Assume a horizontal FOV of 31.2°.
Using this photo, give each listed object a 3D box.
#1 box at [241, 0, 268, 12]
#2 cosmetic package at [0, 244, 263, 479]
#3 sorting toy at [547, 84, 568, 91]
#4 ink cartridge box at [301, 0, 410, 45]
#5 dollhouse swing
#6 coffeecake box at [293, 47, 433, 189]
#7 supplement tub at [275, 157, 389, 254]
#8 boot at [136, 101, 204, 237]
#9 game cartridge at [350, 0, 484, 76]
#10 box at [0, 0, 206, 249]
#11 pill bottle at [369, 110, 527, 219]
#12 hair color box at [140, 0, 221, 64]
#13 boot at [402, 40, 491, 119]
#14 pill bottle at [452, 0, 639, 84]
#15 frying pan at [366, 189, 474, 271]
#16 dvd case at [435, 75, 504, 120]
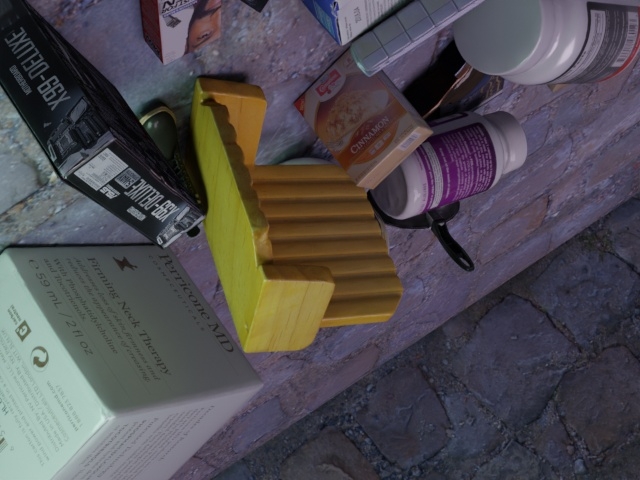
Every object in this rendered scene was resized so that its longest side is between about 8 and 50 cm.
[{"bbox_3d":[-0.099,-0.328,1.447,0.018,0.083,0.067,-61,-170,-16],"label":"box"},{"bbox_3d":[-0.384,0.230,1.881,0.327,0.329,0.393,-46,159,23],"label":"cosmetic package"},{"bbox_3d":[0.574,-0.449,2.299,0.255,0.089,0.257,-26,157,-27],"label":"sorting toy"},{"bbox_3d":[0.083,-0.426,1.452,0.395,0.151,0.270,-36,161,-7],"label":"ink cartridge box"},{"bbox_3d":[-0.013,-0.047,1.743,0.305,0.347,0.315,-10,152,-18],"label":"dollhouse swing"},{"bbox_3d":[0.069,-0.201,1.877,0.142,0.185,0.068,-44,159,18],"label":"coffeecake box"},{"bbox_3d":[0.000,0.000,2.138,0.235,0.235,0.325,-37,160,2],"label":"supplement tub"},{"bbox_3d":[-0.215,-0.104,1.698,0.077,0.137,0.198,-31,159,-16],"label":"boot"},{"bbox_3d":[0.154,-0.327,1.690,0.230,0.068,0.355,-37,-175,10],"label":"game cartridge"},{"bbox_3d":[-0.274,-0.137,1.374,0.076,0.242,0.307,-37,161,2],"label":"box"},{"bbox_3d":[0.252,-0.159,2.259,0.301,0.169,0.169,-19,154,-25],"label":"pill bottle"},{"bbox_3d":[-0.175,-0.304,1.441,0.093,0.053,0.167,-31,161,-17],"label":"hair color box"},{"bbox_3d":[0.229,-0.265,2.122,0.219,0.082,0.106,-46,142,21],"label":"boot"},{"bbox_3d":[0.398,-0.377,1.996,0.363,0.210,0.210,-10,147,-50],"label":"pill bottle"},{"bbox_3d":[0.190,-0.050,2.294,0.197,0.326,0.053,-1,125,-2],"label":"frying pan"},{"bbox_3d":[0.300,-0.308,2.266,0.164,0.018,0.221,-33,160,-10],"label":"dvd case"}]
